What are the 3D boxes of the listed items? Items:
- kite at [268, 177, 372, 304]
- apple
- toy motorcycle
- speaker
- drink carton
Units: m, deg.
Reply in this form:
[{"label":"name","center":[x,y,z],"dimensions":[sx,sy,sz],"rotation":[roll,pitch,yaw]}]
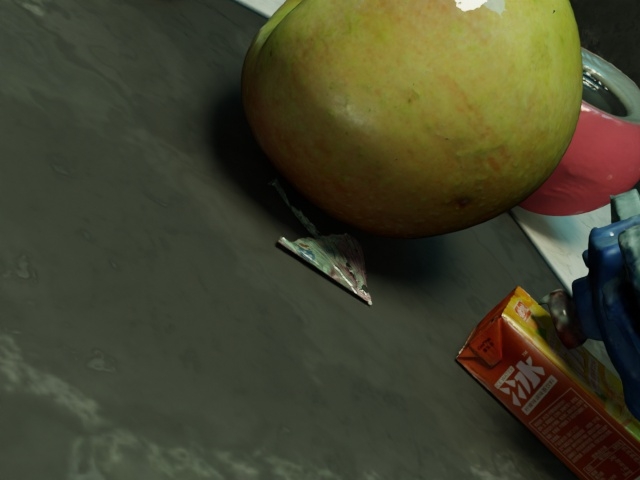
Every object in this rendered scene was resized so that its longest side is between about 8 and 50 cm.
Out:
[{"label":"kite","center":[0.000,0.000,0.767],"dimensions":[0.156,0.011,0.139],"rotation":[51,23,18]},{"label":"apple","center":[0.093,-0.148,0.794],"dimensions":[0.277,0.319,0.319],"rotation":[48,22,-19]},{"label":"toy motorcycle","center":[0.326,0.074,0.735],"dimensions":[0.241,0.182,0.319],"rotation":[43,22,6]},{"label":"speaker","center":[0.355,-0.172,1.253],"dimensions":[0.294,0.294,0.294],"rotation":[33,26,-18]},{"label":"drink carton","center":[0.238,0.151,0.787],"dimensions":[0.223,0.071,0.096],"rotation":[43,25,6]}]
